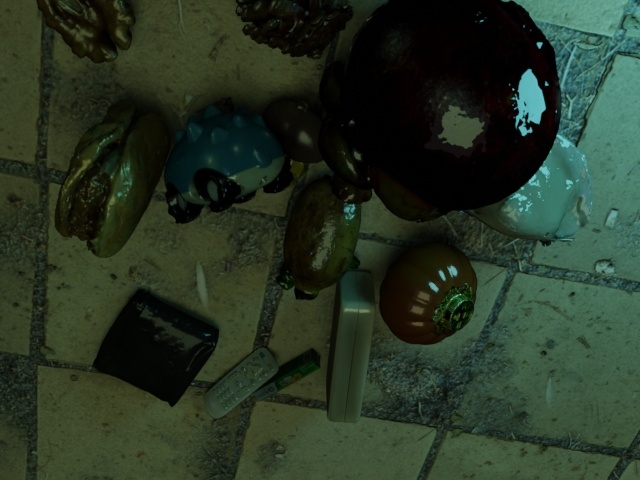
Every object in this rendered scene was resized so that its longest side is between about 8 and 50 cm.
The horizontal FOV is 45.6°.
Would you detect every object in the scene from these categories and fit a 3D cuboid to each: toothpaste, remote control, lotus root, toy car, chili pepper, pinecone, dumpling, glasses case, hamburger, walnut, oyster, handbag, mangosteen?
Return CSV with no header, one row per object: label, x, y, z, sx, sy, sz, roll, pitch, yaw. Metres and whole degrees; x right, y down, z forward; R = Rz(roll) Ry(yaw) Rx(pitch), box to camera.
toothpaste,-0.079,0.315,1.782,0.178,0.043,0.037,-32,120,18
remote control,-0.188,0.339,1.793,0.229,0.044,0.073,-42,74,18
lotus root,0.000,0.000,1.519,0.145,0.128,0.260,18,99,9
toy car,-0.185,-0.149,1.392,0.255,0.188,0.190,-14,98,53
chili pepper,-0.010,0.049,1.610,0.182,0.050,0.073,-17,91,2
pinecone,-0.047,-0.385,1.271,0.195,0.179,0.150,22,108,15
dumpling,0.389,-0.106,1.481,0.292,0.163,0.205,16,87,-9
glasses case,0.063,0.237,1.677,0.076,0.144,0.337,3,123,-4
hamburger,-0.370,-0.108,1.371,0.144,0.283,0.259,29,127,-6
walnut,-0.399,-0.395,1.319,0.143,0.069,0.170,-33,115,20
oyster,-0.193,-0.239,1.447,0.054,0.019,0.083,22,125,-25
handbag,-0.372,0.250,1.716,0.223,0.080,0.247,28,117,-17
mangosteen,0.195,-0.227,1.280,0.381,0.381,0.421,36,146,-21

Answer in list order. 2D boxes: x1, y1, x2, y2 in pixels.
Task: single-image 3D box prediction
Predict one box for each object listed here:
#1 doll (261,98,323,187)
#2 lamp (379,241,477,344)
doll,-0.059,-0.192,1.446,0.145,0.096,0.188,48,139,-6
lamp,0.222,0.109,1.570,0.223,0.196,0.223,-22,128,-31
